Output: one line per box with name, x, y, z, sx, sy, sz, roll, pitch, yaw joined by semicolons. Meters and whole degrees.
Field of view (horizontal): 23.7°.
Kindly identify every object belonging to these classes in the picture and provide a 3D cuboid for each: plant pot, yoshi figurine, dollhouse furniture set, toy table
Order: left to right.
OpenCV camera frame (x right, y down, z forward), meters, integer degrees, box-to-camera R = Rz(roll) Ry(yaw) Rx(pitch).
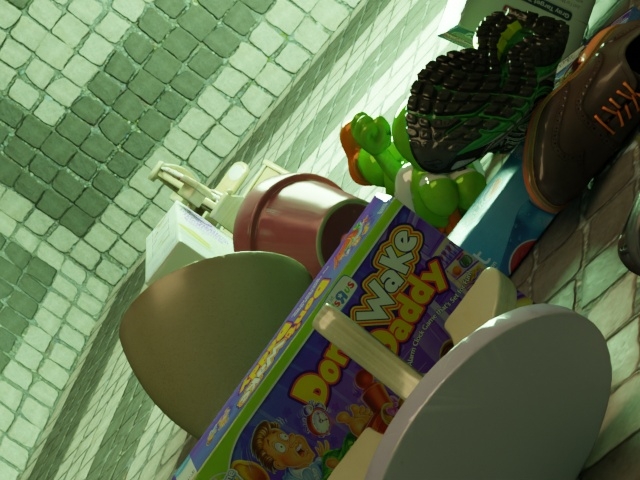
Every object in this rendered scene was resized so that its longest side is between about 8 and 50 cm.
dollhouse furniture set;-0.191;-0.127;2.839;0.303;0.355;0.174;30;84;39
plant pot;-0.116;0.174;2.092;0.284;0.284;0.191;-46;50;33
plant pot;0.000;0.000;2.248;0.180;0.201;0.201;6;59;57
yoshi figurine;0.140;-0.131;2.056;0.203;0.203;0.362;-47;15;0
toy table;0.111;0.155;1.322;0.274;0.252;0.161;-43;28;-5

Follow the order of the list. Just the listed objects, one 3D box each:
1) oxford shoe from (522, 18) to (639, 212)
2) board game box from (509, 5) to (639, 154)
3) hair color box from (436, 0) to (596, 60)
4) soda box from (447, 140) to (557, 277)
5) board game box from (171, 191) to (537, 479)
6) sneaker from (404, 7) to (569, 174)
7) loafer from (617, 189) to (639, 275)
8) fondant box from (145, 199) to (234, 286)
oxford shoe;0.311;-0.149;1.692;0.098;0.097;0.271;-18;37;60
board game box;0.319;-0.191;1.901;0.201;0.035;0.136;-37;21;52
hair color box;0.299;-0.408;2.050;0.105;0.174;0.347;179;112;-76
soda box;0.202;-0.009;1.757;0.210;0.071;0.067;-53;12;4
board game box;0.052;0.162;1.479;0.347;0.233;0.078;-55;12;-2
sneaker;0.203;-0.150;1.779;0.343;0.134;0.146;-40;-40;-51
loafer;0.355;-0.100;1.379;0.302;0.109;0.095;-58;9;-6
fondant box;-0.168;0.064;2.533;0.096;0.238;0.330;-53;13;5
